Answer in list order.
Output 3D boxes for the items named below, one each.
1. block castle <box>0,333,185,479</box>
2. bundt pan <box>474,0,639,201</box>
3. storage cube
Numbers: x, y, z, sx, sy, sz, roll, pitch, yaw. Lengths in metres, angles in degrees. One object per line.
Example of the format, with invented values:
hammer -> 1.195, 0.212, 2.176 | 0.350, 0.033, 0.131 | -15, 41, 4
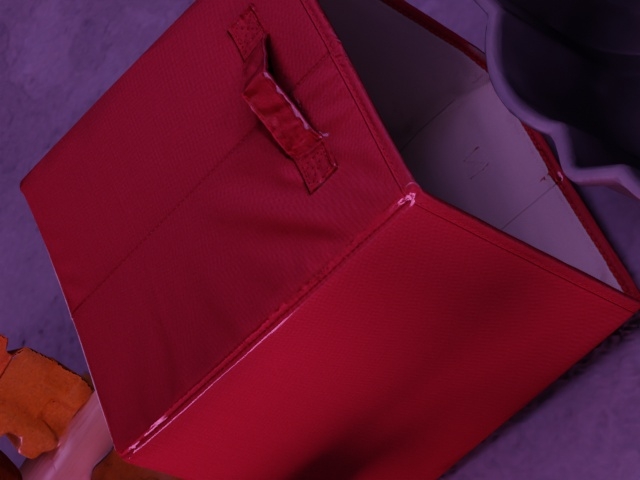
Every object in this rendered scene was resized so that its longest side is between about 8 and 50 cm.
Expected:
block castle -> -0.146, 0.187, 0.869 | 0.213, 0.303, 0.453 | -56, 37, 1
bundt pan -> 0.239, -0.140, 0.894 | 0.331, 0.124, 0.331 | -17, 60, 32
storage cube -> 0.000, 0.000, 0.956 | 0.193, 0.215, 0.184 | -43, 50, 21
